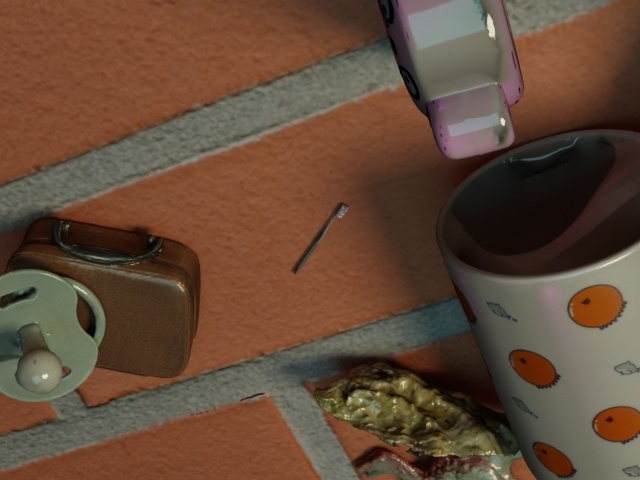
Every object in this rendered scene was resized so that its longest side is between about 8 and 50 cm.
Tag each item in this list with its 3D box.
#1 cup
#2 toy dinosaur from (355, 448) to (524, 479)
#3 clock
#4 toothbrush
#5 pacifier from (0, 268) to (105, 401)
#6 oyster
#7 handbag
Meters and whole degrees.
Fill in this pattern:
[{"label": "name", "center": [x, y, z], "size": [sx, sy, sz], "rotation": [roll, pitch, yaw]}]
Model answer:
[{"label": "cup", "center": [0.251, 0.090, 0.975], "size": [0.212, 0.212, 0.317], "rotation": [-15, 121, 15]}, {"label": "toy dinosaur", "center": [0.174, 0.242, 1.174], "size": [0.167, 0.053, 0.242], "rotation": [41, 127, -12]}, {"label": "clock", "center": [0.087, -0.188, 0.790], "size": [0.090, 0.248, 0.227], "rotation": [-15, 120, 12]}, {"label": "toothbrush", "center": [0.000, 0.000, 1.064], "size": [0.008, 0.006, 0.097], "rotation": [27, 122, -16]}, {"label": "pacifier", "center": [-0.258, 0.100, 1.011], "size": [0.127, 0.116, 0.150], "rotation": [-15, 120, -16]}, {"label": "oyster", "center": [0.112, 0.172, 1.110], "size": [0.209, 0.133, 0.072], "rotation": [11, 102, 23]}, {"label": "handbag", "center": [-0.216, 0.056, 1.084], "size": [0.193, 0.072, 0.151], "rotation": [14, 123, -2]}]
